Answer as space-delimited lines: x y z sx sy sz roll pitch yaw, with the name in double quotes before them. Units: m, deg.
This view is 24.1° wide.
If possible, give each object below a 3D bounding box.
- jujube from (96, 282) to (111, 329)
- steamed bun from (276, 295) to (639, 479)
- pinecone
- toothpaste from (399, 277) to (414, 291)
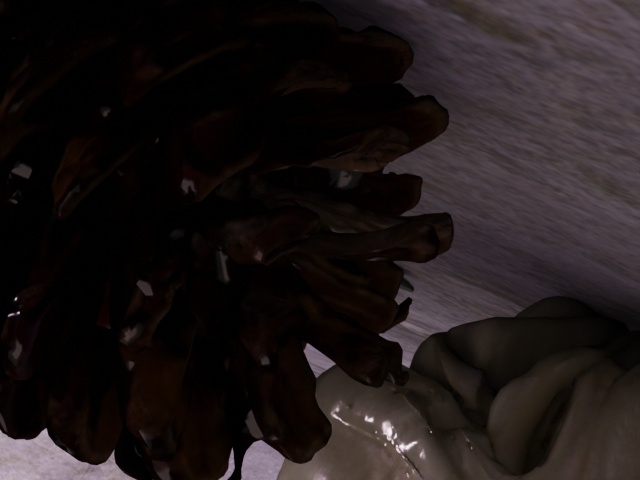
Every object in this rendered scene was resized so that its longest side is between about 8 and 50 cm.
"jujube" -0.181 0.043 1.252 0.258 0.258 0.376 22 -177 16
"steamed bun" 0.151 0.160 1.035 0.352 0.247 0.339 3 173 43
"pinecone" -0.084 -0.012 0.709 0.296 0.242 0.298 25 173 28
"toothpaste" 0.000 0.000 1.202 0.197 0.029 0.048 29 172 -40
